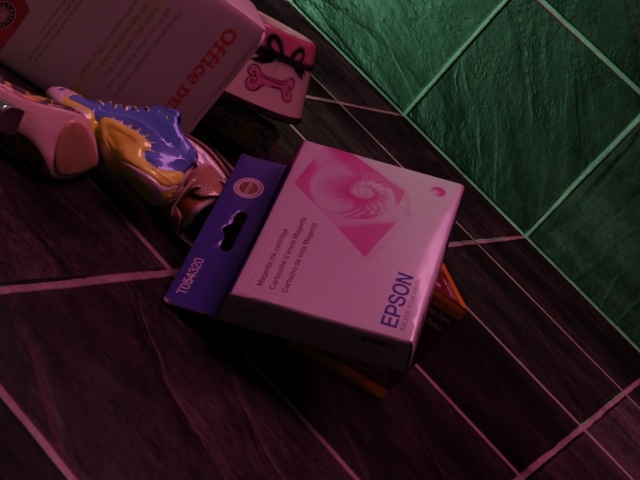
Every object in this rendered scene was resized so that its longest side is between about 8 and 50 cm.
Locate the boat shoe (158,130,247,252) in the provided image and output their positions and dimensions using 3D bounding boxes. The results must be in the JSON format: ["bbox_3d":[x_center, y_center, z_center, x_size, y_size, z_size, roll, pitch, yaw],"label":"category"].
[{"bbox_3d":[-0.172,-0.056,1.842,0.302,0.113,0.103,43,11,0],"label":"boat shoe"}]

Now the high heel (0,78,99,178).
[{"bbox_3d":[-0.406,-0.165,1.673,0.186,0.093,0.261,28,-1,24],"label":"high heel"}]

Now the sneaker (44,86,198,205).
[{"bbox_3d":[-0.270,-0.153,1.796,0.240,0.126,0.091,41,-28,12],"label":"sneaker"}]

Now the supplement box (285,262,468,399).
[{"bbox_3d":[0.071,0.092,1.876,0.191,0.194,0.129,32,20,-29],"label":"supplement box"}]

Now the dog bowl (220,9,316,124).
[{"bbox_3d":[-0.188,-0.369,2.340,0.407,0.150,0.408,27,9,-5],"label":"dog bowl"}]

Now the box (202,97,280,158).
[{"bbox_3d":[-0.159,-0.223,2.372,0.169,0.059,0.054,32,17,-29],"label":"box"}]

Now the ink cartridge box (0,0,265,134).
[{"bbox_3d":[-0.319,-0.342,1.937,0.384,0.279,0.160,34,17,-25],"label":"ink cartridge box"}]

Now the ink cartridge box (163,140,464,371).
[{"bbox_3d":[0.000,0.000,1.708,0.330,0.071,0.324,16,44,6],"label":"ink cartridge box"}]
